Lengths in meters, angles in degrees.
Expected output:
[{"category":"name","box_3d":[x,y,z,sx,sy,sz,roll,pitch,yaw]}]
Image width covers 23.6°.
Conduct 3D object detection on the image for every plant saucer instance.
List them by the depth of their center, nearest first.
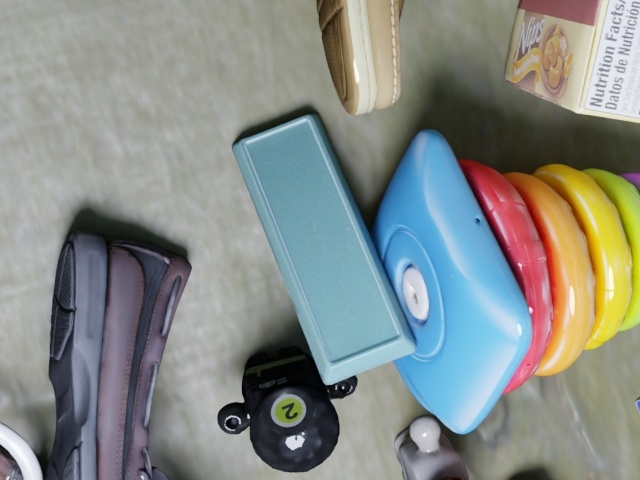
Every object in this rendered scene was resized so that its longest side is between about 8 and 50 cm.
[{"category":"plant saucer","box_3d":[0.000,0.000,1.043,0.067,0.018,0.192,-21,67,-3]}]

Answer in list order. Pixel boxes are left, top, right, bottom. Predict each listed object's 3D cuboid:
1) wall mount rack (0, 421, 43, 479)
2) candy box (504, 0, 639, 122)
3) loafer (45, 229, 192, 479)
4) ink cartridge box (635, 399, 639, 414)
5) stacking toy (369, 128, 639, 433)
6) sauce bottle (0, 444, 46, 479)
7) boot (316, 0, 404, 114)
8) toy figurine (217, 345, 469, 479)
[{"category":"wall mount rack","box_3d":[-0.367,0.227,1.022,0.350,0.130,0.304,-40,108,11]},{"category":"candy box","box_3d":[0.301,-0.110,1.028,0.317,0.183,0.087,8,100,-9]},{"category":"loafer","box_3d":[-0.132,0.141,1.029,0.095,0.109,0.302,5,73,-21]},{"category":"ink cartridge box","box_3d":[0.408,0.141,1.051,0.371,0.069,0.175,-23,87,31]},{"category":"stacking toy","box_3d":[0.196,0.006,1.072,0.302,0.165,0.175,-12,61,-22]},{"category":"sauce bottle","box_3d":[-0.254,0.149,1.088,0.128,0.042,0.042,33,97,-15]},{"category":"boot","box_3d":[0.099,-0.208,1.002,0.204,0.095,0.261,1,76,-11]},{"category":"toy figurine","box_3d":[-0.001,0.201,1.076,0.210,0.148,0.213,31,96,-13]}]
